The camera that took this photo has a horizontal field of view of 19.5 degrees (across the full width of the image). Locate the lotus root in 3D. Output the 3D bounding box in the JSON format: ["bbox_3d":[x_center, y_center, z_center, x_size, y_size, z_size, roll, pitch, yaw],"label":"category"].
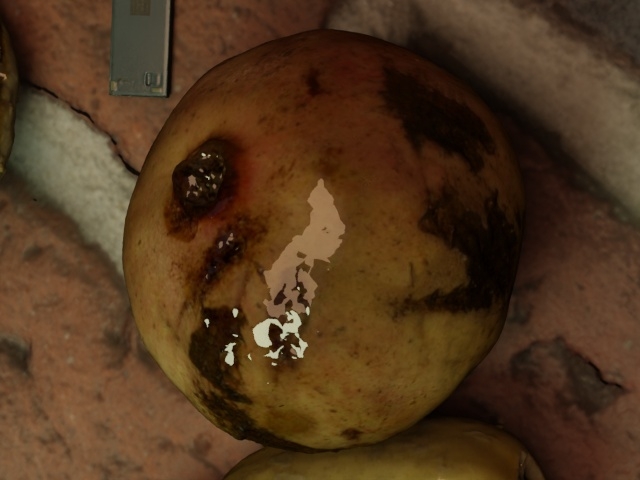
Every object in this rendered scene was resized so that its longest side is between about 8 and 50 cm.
[{"bbox_3d":[0.021,0.233,1.471,0.343,0.151,0.169,-11,76,20],"label":"lotus root"}]

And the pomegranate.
[{"bbox_3d":[0.000,0.000,1.399,0.322,0.322,0.322,1,92,16],"label":"pomegranate"}]

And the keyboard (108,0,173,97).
[{"bbox_3d":[-0.149,-0.209,1.569,0.055,0.014,0.176,3,93,16],"label":"keyboard"}]

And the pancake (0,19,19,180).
[{"bbox_3d":[-0.431,-0.100,1.569,0.387,0.082,0.386,-3,67,6],"label":"pancake"}]
